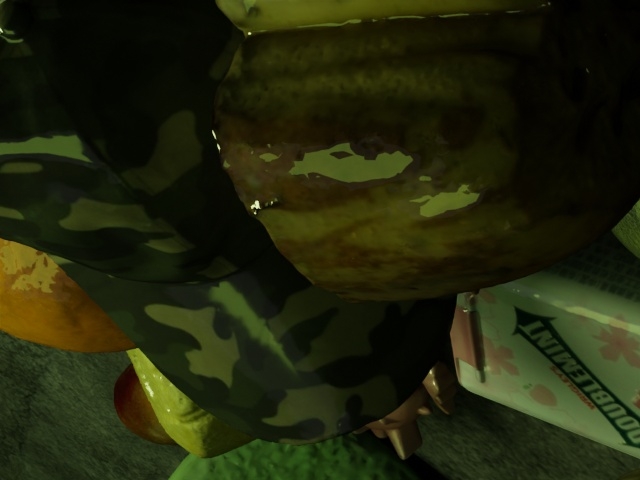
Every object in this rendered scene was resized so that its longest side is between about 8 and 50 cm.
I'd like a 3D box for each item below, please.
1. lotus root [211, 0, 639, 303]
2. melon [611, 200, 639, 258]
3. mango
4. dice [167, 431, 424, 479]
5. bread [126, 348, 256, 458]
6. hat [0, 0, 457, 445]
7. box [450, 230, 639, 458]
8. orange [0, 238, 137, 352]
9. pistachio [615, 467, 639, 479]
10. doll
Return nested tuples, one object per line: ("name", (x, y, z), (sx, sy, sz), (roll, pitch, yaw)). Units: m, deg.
("lotus root", (0.070, -0.123, 0.810), (0.250, 0.316, 0.316), (-5, 130, 38))
("melon", (0.244, -0.031, 0.930), (0.131, 0.098, 0.098), (45, 151, -20))
("mango", (-0.184, 0.194, 1.714), (0.133, 0.111, 0.267), (57, 151, 0))
("dice", (-0.044, 0.398, 1.633), (0.330, 0.318, 0.322), (34, 152, 11))
("bread", (-0.130, 0.101, 1.433), (0.270, 0.148, 0.270), (60, 167, 22))
("hat", (-0.077, -0.005, 0.955), (0.366, 0.257, 0.382), (-34, 92, 16))
("box", (0.281, 0.093, 1.054), (0.369, 0.112, 0.190), (19, 145, 28))
("orange", (-0.203, -0.050, 1.200), (0.312, 0.312, 0.312), (28, 149, 18))
("pistachio", (0.320, 0.278, 1.183), (0.288, 0.197, 0.166), (103, 159, -82))
("doll", (0.042, 0.127, 1.378), (0.262, 0.093, 0.211), (13, 136, 50))
